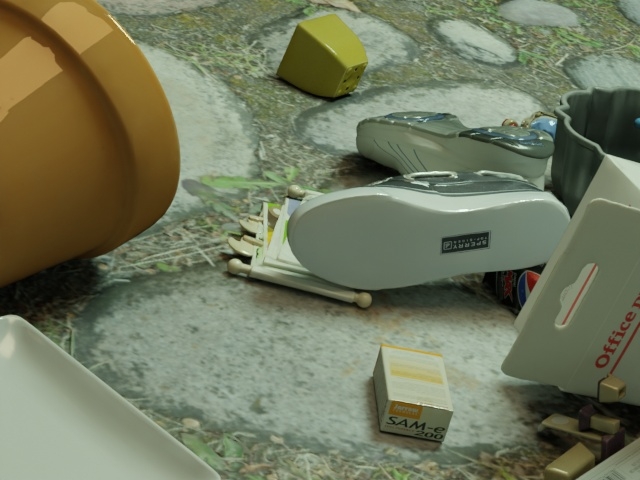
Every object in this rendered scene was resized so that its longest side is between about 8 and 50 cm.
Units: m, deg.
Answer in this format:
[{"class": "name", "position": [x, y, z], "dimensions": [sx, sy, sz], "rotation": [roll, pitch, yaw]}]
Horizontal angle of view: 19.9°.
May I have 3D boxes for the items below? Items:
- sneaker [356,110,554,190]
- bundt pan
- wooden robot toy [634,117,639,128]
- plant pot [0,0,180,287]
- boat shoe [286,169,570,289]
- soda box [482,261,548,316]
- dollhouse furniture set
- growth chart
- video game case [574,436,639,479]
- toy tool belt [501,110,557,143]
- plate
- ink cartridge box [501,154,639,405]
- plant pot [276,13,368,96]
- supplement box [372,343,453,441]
[{"class": "sneaker", "position": [0.137, -0.076, 2.052], "dimensions": [0.111, 0.129, 0.297], "rotation": [-8, 16, -34]}, {"class": "bundt pan", "position": [0.417, -0.062, 2.137], "dimensions": [0.331, 0.124, 0.331], "rotation": [12, 24, -6]}, {"class": "wooden robot toy", "position": [0.433, -0.161, 2.114], "dimensions": [0.076, 0.079, 0.173], "rotation": [29, 29, 31]}, {"class": "plant pot", "position": [-0.302, -0.080, 1.675], "dimensions": [0.291, 0.291, 0.203], "rotation": [27, 45, 22]}, {"class": "boat shoe", "position": [0.103, -0.025, 1.871], "dimensions": [0.301, 0.108, 0.102], "rotation": [-6, 29, -17]}, {"class": "soda box", "position": [0.240, 0.063, 1.894], "dimensions": [0.060, 0.053, 0.169], "rotation": [-3, 32, -32]}, {"class": "dollhouse furniture set", "position": [0.213, 0.174, 1.653], "dimensions": [0.081, 0.091, 0.114], "rotation": [14, 25, 35]}, {"class": "growth chart", "position": [0.000, 0.000, 1.926], "dimensions": [0.172, 0.021, 0.237], "rotation": [18, 27, 7]}, {"class": "video game case", "position": [0.330, 0.246, 1.613], "dimensions": [0.183, 0.023, 0.201], "rotation": [34, 32, 26]}, {"class": "toy tool belt", "position": [0.274, -0.135, 2.292], "dimensions": [0.083, 0.052, 0.051], "rotation": [4, 20, -19]}, {"class": "plate", "position": [-0.265, 0.170, 1.439], "dimensions": [0.278, 0.045, 0.277], "rotation": [33, 31, 32]}, {"class": "ink cartridge box", "position": [0.331, 0.048, 1.738], "dimensions": [0.353, 0.207, 0.119], "rotation": [13, 26, -29]}, {"class": "plant pot", "position": [0.010, -0.225, 2.302], "dimensions": [0.083, 0.081, 0.081], "rotation": [40, 34, 22]}, {"class": "supplement box", "position": [0.084, 0.140, 1.684], "dimensions": [0.062, 0.036, 0.098], "rotation": [11, 27, -8]}]
